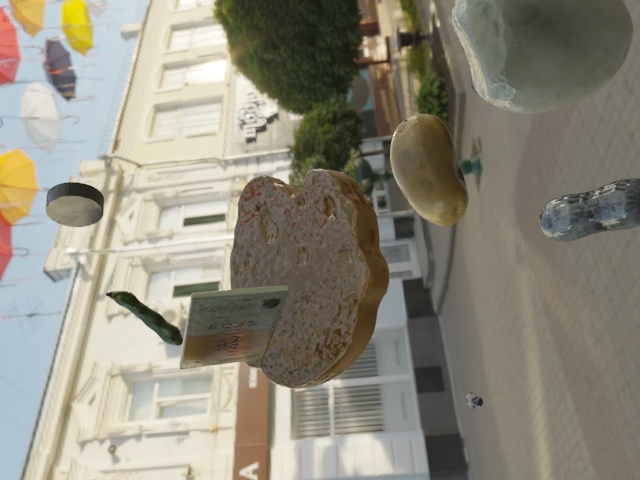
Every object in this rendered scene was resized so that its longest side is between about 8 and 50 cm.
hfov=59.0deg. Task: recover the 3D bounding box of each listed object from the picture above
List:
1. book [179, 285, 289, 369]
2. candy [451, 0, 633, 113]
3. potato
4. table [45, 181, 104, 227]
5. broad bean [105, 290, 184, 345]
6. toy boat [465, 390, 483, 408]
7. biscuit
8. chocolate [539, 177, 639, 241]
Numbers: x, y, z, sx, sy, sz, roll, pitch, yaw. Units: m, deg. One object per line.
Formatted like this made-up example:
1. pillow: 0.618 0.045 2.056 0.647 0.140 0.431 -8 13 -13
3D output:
1. book: -0.112 0.112 0.714 0.172 0.118 0.012 112 147 -48
2. candy: 0.544 -0.502 1.368 0.186 0.426 0.387 113 151 -81
3. potato: 0.216 -0.137 1.120 0.150 0.146 0.234 2 -111 -40
4. table: -0.608 -0.087 1.405 0.133 0.133 0.043 74 -177 -58
5. broad bean: -0.489 0.213 1.597 0.052 0.256 0.053 -52 3 21
6. toy boat: 0.371 0.390 1.370 0.083 0.038 0.038 70 -166 -82
7. biscuit: -0.030 0.047 0.881 0.057 0.312 0.352 8 -115 -47
8. chocolate: 0.399 -0.042 0.809 0.072 0.166 0.072 34 -133 -47
